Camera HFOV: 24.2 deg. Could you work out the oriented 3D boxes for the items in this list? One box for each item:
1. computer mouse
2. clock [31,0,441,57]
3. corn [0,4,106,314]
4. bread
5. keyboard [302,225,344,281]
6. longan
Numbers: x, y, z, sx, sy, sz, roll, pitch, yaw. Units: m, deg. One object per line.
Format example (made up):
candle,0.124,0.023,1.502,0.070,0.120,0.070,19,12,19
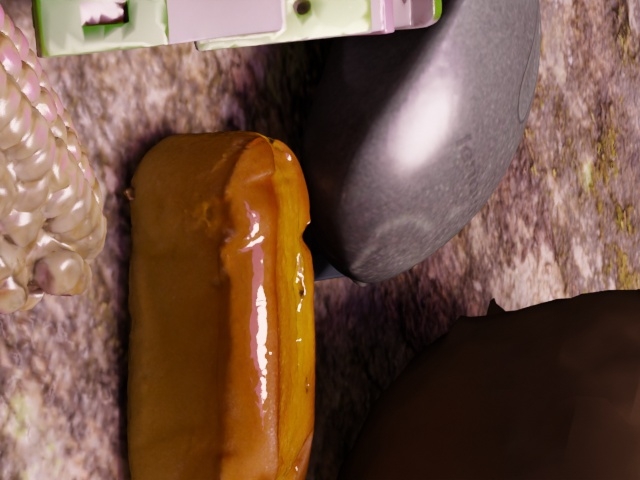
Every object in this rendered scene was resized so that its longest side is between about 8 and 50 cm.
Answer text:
computer mouse,0.092,-0.134,1.007,0.203,0.114,0.374,68,35,-54
clock,-0.070,-0.215,0.769,0.309,0.166,0.235,-22,111,-60
corn,-0.189,-0.091,0.600,0.127,0.126,0.335,-60,149,-32
bread,-0.053,0.058,0.881,0.102,0.094,0.246,-6,98,-60
keyboard,0.001,0.000,1.018,0.176,0.014,0.055,-7,98,-55
longan,0.205,0.208,0.996,0.436,0.403,0.404,-78,162,-73
